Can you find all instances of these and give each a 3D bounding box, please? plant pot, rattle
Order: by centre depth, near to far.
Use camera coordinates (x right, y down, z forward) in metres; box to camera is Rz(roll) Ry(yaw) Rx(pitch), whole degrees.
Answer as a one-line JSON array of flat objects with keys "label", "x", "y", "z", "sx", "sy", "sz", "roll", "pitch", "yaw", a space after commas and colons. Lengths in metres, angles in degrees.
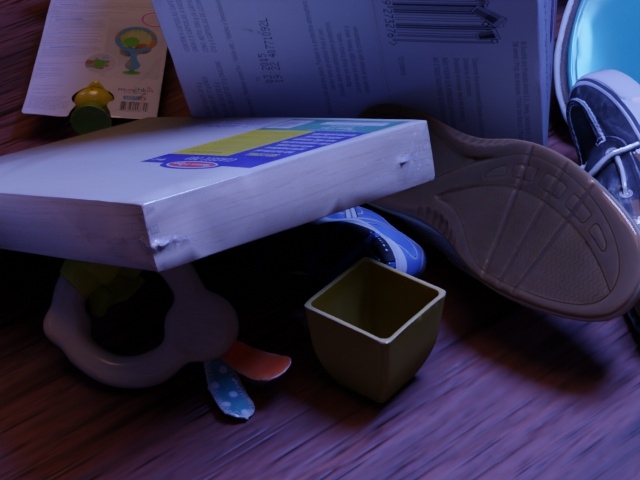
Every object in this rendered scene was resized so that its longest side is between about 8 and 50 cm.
[{"label": "plant pot", "x": 0.043, "y": 0.077, "z": 1.161, "sx": 0.081, "sy": 0.083, "sz": 0.081, "roll": 24, "pitch": 43, "yaw": 31}, {"label": "rattle", "x": -0.119, "y": 0.077, "z": 1.216, "sx": 0.199, "sy": 0.143, "sz": 0.130, "roll": 18, "pitch": 70, "yaw": 2}]

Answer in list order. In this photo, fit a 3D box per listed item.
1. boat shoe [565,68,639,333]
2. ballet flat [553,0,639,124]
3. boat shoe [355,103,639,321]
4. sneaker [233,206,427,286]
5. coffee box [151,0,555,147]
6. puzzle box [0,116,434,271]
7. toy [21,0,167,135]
[{"label": "boat shoe", "x": 0.260, "y": -0.034, "z": 1.291, "sx": 0.105, "sy": 0.113, "sz": 0.306, "roll": -11, "pitch": 51, "yaw": -8}, {"label": "ballet flat", "x": 0.322, "y": -0.270, "z": 1.552, "sx": 0.139, "sy": 0.139, "sz": 0.400, "roll": 9, "pitch": 73, "yaw": 15}, {"label": "boat shoe", "x": 0.158, "y": -0.022, "z": 1.256, "sx": 0.341, "sy": 0.110, "sz": 0.122, "roll": 35, "pitch": 92, "yaw": 44}, {"label": "sneaker", "x": 0.000, "y": 0.000, "z": 1.297, "sx": 0.211, "sy": 0.080, "sz": 0.081, "roll": 26, "pitch": 18, "yaw": 36}, {"label": "coffee box", "x": 0.051, "y": -0.293, "z": 1.376, "sx": 0.338, "sy": 0.338, "sz": 0.334, "roll": 3, "pitch": 58, "yaw": 11}, {"label": "puzzle box", "x": -0.140, "y": -0.049, "z": 1.217, "sx": 0.272, "sy": 0.052, "sz": 0.409, "roll": -18, "pitch": 15, "yaw": -36}, {"label": "toy", "x": -0.231, "y": -0.190, "z": 1.575, "sx": 0.136, "sy": 0.056, "sz": 0.237, "roll": 2, "pitch": 40, "yaw": -1}]
